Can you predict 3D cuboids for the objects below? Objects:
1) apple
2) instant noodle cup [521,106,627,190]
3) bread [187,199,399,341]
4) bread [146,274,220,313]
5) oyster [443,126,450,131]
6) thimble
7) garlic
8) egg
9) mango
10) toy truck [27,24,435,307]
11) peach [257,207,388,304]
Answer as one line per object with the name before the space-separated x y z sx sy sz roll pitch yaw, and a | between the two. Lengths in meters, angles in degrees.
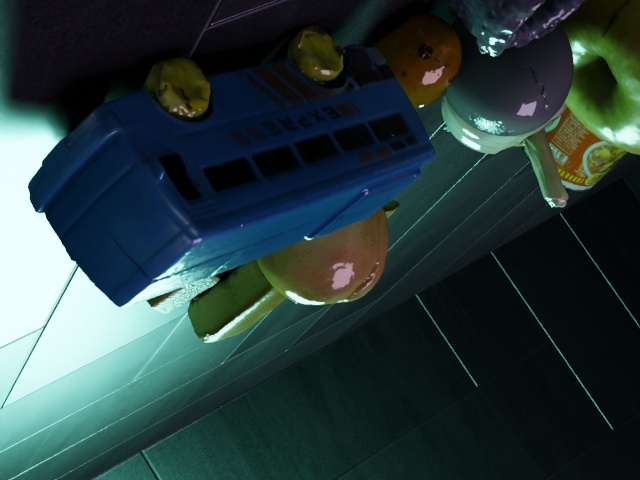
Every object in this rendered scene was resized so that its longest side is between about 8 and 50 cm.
apple | 0.395 -0.237 1.460 0.233 0.286 0.286 -28 169 -18
instant noodle cup | 0.391 -0.189 1.811 0.193 0.193 0.212 -22 152 -48
bread | -0.051 0.033 1.925 0.361 0.077 0.138 -39 170 29
bread | -0.189 0.060 1.740 0.094 0.035 0.090 -33 170 2
oyster | 0.241 -0.188 1.852 0.125 0.064 0.177 -15 174 -19
thimble | 0.201 -0.260 1.254 0.150 0.097 0.150 -33 170 -7
garlic | 0.272 -0.150 1.634 0.199 0.226 0.199 -27 173 -4
egg | 0.204 -0.189 1.394 0.146 0.146 0.198 -36 -158 14
mango | 0.090 -0.176 1.347 0.105 0.084 0.159 -24 167 -19
toy truck | -0.066 -0.072 1.131 0.161 0.162 0.385 -39 168 39
peach | 0.000 0.000 1.653 0.184 0.184 0.184 -32 170 -6
